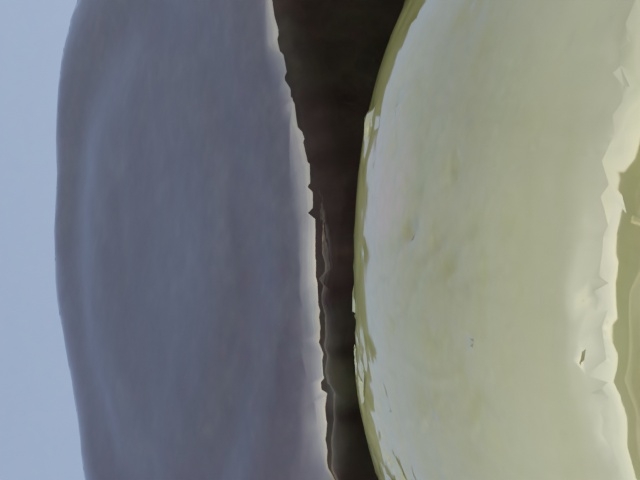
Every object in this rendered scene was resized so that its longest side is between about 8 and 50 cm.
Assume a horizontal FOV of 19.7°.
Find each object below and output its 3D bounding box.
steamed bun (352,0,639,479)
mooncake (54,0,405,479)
[{"bbox_3d":[0.087,0.006,0.413,0.166,0.232,0.273,4,-84,-23],"label":"steamed bun"},{"bbox_3d":[0.000,0.000,0.735,0.154,0.306,0.306,-4,-109,-25],"label":"mooncake"}]
